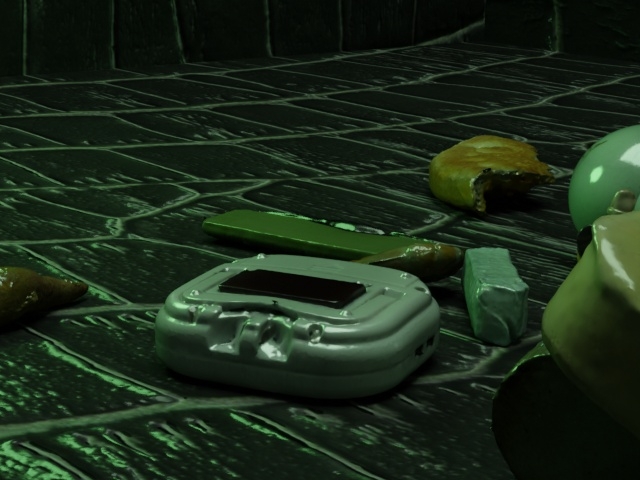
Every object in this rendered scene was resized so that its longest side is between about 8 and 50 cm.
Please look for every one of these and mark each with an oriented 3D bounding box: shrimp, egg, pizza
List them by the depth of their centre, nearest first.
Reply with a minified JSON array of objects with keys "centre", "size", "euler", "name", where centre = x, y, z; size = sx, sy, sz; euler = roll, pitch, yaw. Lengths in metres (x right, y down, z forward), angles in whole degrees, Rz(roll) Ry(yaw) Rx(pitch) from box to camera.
[{"centre":[0.077,0.041,1.863],"size":[0.190,0.042,0.101],"euler":[-10,-23,-5],"name":"shrimp"},{"centre":[0.424,-0.055,2.018],"size":[0.264,0.183,0.183],"euler":[-3,13,-42],"name":"egg"},{"centre":[0.254,-0.100,2.418],"size":[0.182,0.074,0.365],"euler":[0,13,1],"name":"pizza"}]

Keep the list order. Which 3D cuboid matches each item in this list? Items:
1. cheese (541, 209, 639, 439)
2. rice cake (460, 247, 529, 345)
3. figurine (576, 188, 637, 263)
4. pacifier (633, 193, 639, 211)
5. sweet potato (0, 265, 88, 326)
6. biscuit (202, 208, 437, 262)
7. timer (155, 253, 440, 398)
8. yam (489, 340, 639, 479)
[{"centre":[0.329,0.090,1.144],"size":[0.384,0.104,0.384],"euler":[18,36,-13],"name":"cheese"},{"centre":[0.191,0.056,1.771],"size":[0.063,0.069,0.206],"euler":[2,15,1],"name":"rice cake"},{"centre":[0.417,0.008,1.812],"size":[0.257,0.167,0.192],"euler":[-21,29,-1],"name":"figurine"},{"centre":[0.388,0.033,1.543],"size":[0.238,0.226,0.287],"euler":[-37,-8,36],"name":"pacifier"},{"centre":[-0.321,0.054,1.720],"size":[0.068,0.068,0.226],"euler":[10,15,29],"name":"sweet potato"},{"centre":[0.000,0.000,2.042],"size":[0.322,0.038,0.099],"euler":[11,19,31],"name":"biscuit"},{"centre":[-0.019,0.080,1.600],"size":[0.262,0.087,0.237],"euler":[7,15,23],"name":"timer"},{"centre":[0.247,0.122,1.298],"size":[0.161,0.161,0.268],"euler":[8,20,25],"name":"yam"}]
